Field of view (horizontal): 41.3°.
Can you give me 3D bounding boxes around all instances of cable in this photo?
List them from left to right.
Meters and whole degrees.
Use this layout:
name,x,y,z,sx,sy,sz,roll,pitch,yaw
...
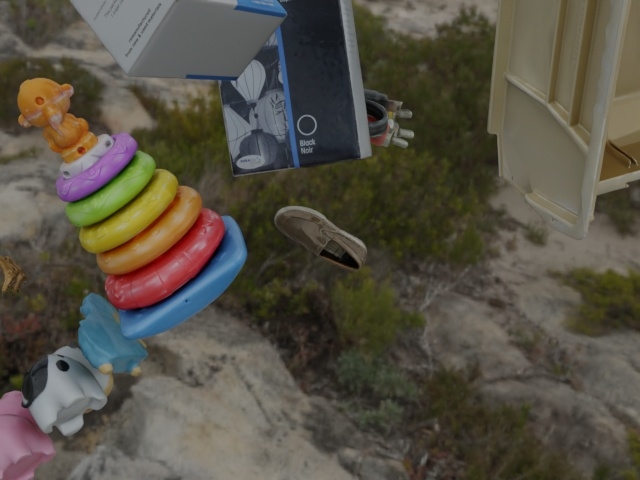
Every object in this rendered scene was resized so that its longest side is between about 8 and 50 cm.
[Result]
name,x,y,z,sx,sy,sz,roll,pitch,yaw
cable,-0.006,-0.184,1.208,0.287,0.072,0.139,9,32,4

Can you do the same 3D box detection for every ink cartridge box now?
name,x,y,z,sx,sy,sz,roll,pitch,yaw
ink cartridge box,-0.148,-0.237,0.718,0.203,0.086,0.148,51,30,15
ink cartridge box,-0.045,-0.249,0.994,0.165,0.333,0.065,-7,6,17

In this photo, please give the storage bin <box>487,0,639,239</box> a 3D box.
name,x,y,z,sx,sy,sz,roll,pitch,yaw
storage bin,0.252,-0.151,0.527,0.262,0.261,0.123,-16,38,-16

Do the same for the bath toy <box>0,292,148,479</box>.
name,x,y,z,sx,sy,sz,roll,pitch,yaw
bath toy,-0.374,0.225,1.055,0.129,0.348,0.151,46,0,22

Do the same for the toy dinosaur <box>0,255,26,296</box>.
name,x,y,z,sx,sy,sz,roll,pitch,yaw
toy dinosaur,-0.401,0.016,0.992,0.112,0.212,0.064,27,25,-1

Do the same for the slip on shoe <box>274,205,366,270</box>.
name,x,y,z,sx,sy,sz,roll,pitch,yaw
slip on shoe,0.000,0.000,1.133,0.135,0.051,0.041,30,32,-13

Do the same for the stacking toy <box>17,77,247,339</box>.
name,x,y,z,sx,sy,sz,roll,pitch,yaw
stacking toy,-0.233,-0.055,0.956,0.175,0.302,0.166,-36,25,0
